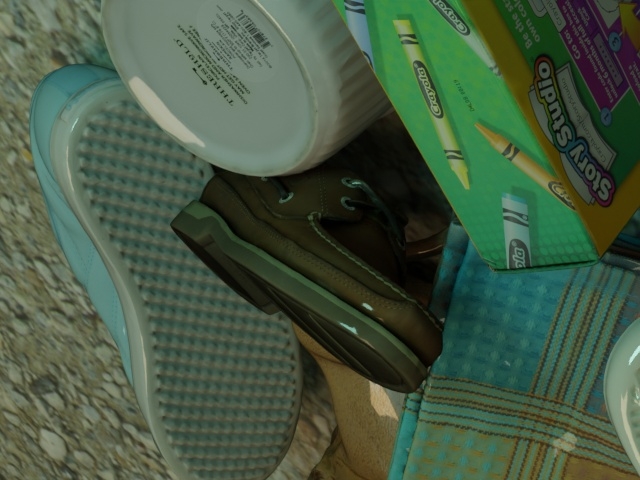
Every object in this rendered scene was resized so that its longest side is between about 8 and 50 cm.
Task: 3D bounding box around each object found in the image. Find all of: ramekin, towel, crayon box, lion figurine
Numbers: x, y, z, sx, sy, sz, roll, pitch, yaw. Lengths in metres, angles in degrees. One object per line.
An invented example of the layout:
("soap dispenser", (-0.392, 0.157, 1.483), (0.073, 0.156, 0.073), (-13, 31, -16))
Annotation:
("ramekin", (-0.041, -0.137, 1.171), (0.207, 0.109, 0.207), (25, 141, 22))
("towel", (0.179, 0.156, 1.203), (0.271, 0.040, 0.370), (15, 125, 5))
("crayon box", (0.096, -0.141, 0.988), (0.081, 0.165, 0.278), (-6, 123, 46))
("lion figurine", (0.051, 0.120, 1.363), (0.240, 0.142, 0.392), (18, 125, 41))

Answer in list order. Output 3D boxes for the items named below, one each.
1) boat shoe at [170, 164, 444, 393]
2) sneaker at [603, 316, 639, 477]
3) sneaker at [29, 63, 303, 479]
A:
("boat shoe", (0.000, 0.000, 1.192), (0.111, 0.104, 0.307), (48, 171, -31))
("sneaker", (0.303, 0.135, 1.064), (0.350, 0.148, 0.131), (33, 104, -11))
("sneaker", (-0.117, 0.023, 1.413), (0.150, 0.135, 0.366), (40, 149, 56))
